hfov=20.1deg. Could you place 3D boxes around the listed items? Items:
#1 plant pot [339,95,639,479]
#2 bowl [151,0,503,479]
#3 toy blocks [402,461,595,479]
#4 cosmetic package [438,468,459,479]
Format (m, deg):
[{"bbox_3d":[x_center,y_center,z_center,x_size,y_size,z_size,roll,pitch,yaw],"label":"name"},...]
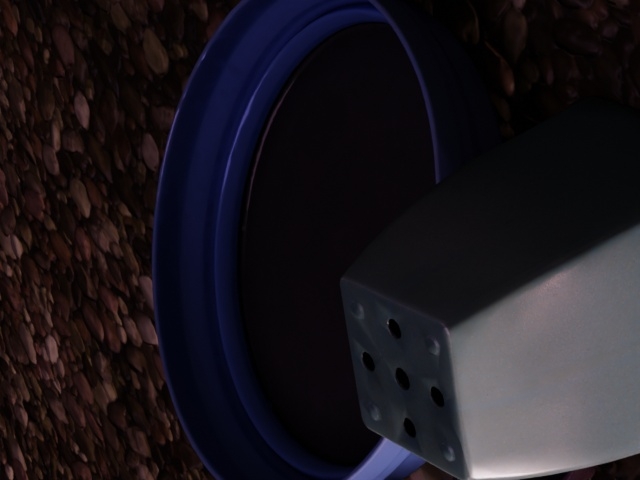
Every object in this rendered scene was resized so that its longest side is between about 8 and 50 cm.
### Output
[{"bbox_3d":[0.139,0.041,1.092,0.165,0.234,0.166,24,131,51],"label":"plant pot"},{"bbox_3d":[0.000,0.000,1.319,0.391,0.077,0.391,-8,80,56],"label":"bowl"},{"bbox_3d":[0.184,0.321,1.276,0.288,0.260,0.309,-51,42,26],"label":"toy blocks"},{"bbox_3d":[0.111,0.238,1.462,0.239,0.060,0.099,45,146,34],"label":"cosmetic package"}]
